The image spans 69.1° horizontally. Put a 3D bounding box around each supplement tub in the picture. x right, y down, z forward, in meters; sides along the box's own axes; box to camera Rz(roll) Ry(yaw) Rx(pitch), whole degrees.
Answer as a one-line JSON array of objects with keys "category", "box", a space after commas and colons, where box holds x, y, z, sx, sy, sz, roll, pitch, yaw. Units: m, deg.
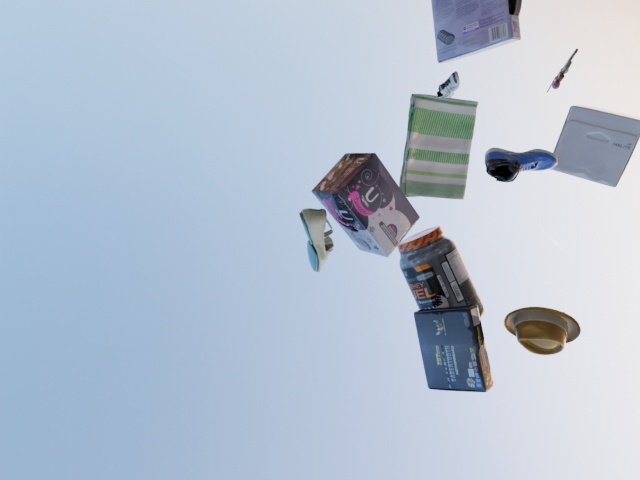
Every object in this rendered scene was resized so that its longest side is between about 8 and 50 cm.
[{"category": "supplement tub", "box": [0.378, 0.125, 1.493, 0.193, 0.193, 0.316, -26, -89, -41]}]

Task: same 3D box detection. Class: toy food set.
[{"category": "toy food set", "box": [0.650, -0.446, 1.245, 0.019, 0.122, 0.078, 31, -99, 10]}]

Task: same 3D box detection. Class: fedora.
[{"category": "fedora", "box": [0.602, 0.258, 1.272, 0.194, 0.194, 0.079, 28, -128, -5]}]

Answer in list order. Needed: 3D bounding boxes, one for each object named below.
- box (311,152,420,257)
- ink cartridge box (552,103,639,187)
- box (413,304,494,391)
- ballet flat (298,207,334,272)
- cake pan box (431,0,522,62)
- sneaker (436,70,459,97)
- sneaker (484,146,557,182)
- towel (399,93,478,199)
[{"category": "box", "box": [0.126, -0.096, 1.271, 0.163, 0.142, 0.247, -49, -62, -16]}, {"category": "ink cartridge box", "box": [0.855, -0.303, 1.440, 0.198, 0.197, 0.270, 24, -153, 26]}, {"category": "box", "box": [0.375, 0.306, 1.325, 0.059, 0.183, 0.233, -6, -95, -45]}, {"category": "ballet flat", "box": [0.000, 0.000, 1.280, 0.086, 0.248, 0.086, -4, -127, 5]}, {"category": "cake pan box", "box": [0.467, -0.699, 1.412, 0.070, 0.266, 0.246, -19, -79, -40]}, {"category": "sneaker", "box": [0.280, -0.339, 1.026, 0.036, 0.083, 0.032, -9, -107, -3]}, {"category": "sneaker", "box": [0.439, -0.160, 1.020, 0.152, 0.058, 0.085, 10, -133, 11]}, {"category": "towel", "box": [0.385, -0.299, 1.513, 0.247, 0.325, 0.038, 1, -167, -16]}]
